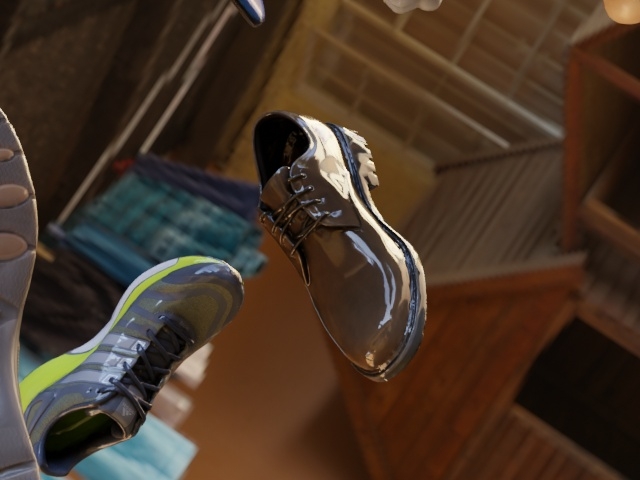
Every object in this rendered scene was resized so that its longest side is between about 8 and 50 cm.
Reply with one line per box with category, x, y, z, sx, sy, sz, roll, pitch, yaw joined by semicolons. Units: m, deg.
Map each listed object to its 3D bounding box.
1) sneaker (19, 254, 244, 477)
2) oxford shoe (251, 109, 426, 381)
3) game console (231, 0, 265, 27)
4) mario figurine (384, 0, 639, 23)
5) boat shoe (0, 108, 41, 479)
sneaker;-0.190;0.137;1.535;0.300;0.111;0.121;-42;32;9
oxford shoe;0.000;0.000;0.987;0.096;0.227;0.083;23;-60;-39
game console;-0.177;-0.285;0.998;0.293;0.250;0.173;48;-126;-61
mario figurine;0.149;-0.189;0.964;0.320;0.198;0.170;-6;-52;-30
boat shoe;-0.252;0.067;0.940;0.130;0.132;0.355;133;137;-56
